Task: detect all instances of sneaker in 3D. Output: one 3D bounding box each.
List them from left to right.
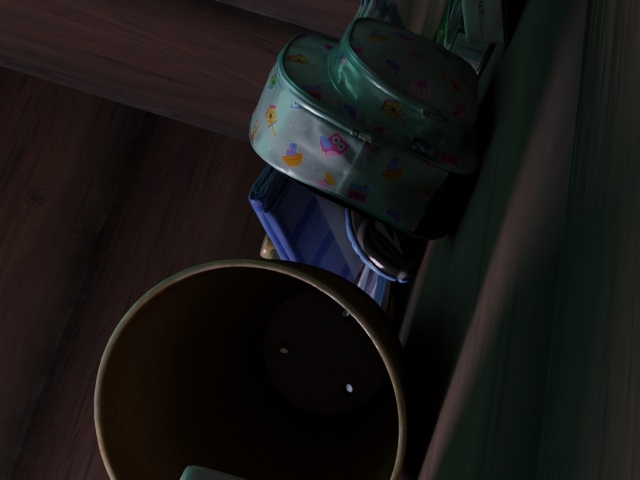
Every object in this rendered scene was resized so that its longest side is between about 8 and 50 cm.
[{"bbox_3d":[0.067,-0.055,1.328,0.078,0.067,0.188,-15,72,55],"label":"sneaker"}]

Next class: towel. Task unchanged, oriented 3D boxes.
[{"bbox_3d":[0.029,-0.084,1.404,0.285,0.034,0.209,-62,-33,-26],"label":"towel"}]

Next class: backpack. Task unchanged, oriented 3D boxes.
[{"bbox_3d":[0.040,-0.104,1.200,0.166,0.188,0.144,-78,6,-59],"label":"backpack"}]

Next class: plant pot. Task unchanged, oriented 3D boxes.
[{"bbox_3d":[-0.025,0.112,1.149,0.254,0.237,0.237,-32,-39,-74],"label":"plant pot"}]

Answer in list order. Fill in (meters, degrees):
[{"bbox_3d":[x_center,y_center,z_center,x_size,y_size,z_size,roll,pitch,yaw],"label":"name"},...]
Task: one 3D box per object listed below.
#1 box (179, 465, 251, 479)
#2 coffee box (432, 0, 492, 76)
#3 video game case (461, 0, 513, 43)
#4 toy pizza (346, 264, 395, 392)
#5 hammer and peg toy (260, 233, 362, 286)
[{"bbox_3d":[-0.057,0.335,0.828,0.215,0.168,0.345,117,170,-68],"label":"box"},{"bbox_3d":[0.126,-0.171,1.359,0.184,0.040,0.113,111,173,-52],"label":"coffee box"},{"bbox_3d":[0.143,-0.318,1.207,0.232,0.041,0.210,-77,-18,-45],"label":"video game case"},{"bbox_3d":[0.045,0.103,1.414,0.201,0.032,0.201,-164,90,-85],"label":"toy pizza"},{"bbox_3d":[0.000,0.000,1.823,0.266,0.127,0.361,-126,52,-83],"label":"hammer and peg toy"}]
